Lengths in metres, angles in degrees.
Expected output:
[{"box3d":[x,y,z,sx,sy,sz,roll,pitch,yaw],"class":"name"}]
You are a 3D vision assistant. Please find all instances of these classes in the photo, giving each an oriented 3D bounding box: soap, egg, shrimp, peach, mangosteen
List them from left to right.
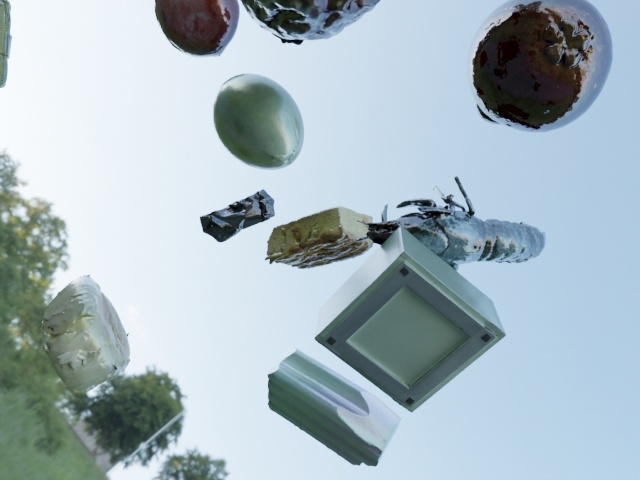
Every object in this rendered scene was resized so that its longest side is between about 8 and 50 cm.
[{"box3d":[-0.214,-0.405,0.952,0.152,0.152,0.152,19,-55,29],"class":"peach"},{"box3d":[-0.083,-0.158,0.706,0.152,0.114,0.114,53,-42,28],"class":"egg"},{"box3d":[0.026,0.442,1.377,0.347,0.115,0.208,27,-41,21],"class":"soap"},{"box3d":[0.253,-0.011,0.998,0.410,0.166,0.221,6,-80,-7],"class":"shrimp"},{"box3d":[0.332,-0.277,0.850,0.215,0.215,0.257,58,-4,-4],"class":"mangosteen"}]

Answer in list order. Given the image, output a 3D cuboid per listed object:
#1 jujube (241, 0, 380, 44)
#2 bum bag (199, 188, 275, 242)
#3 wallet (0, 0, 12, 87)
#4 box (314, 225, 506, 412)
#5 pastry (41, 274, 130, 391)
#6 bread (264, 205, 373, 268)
[{"box3d":[0.000,-0.358,0.563,0.226,0.226,0.317,50,-22,4],"class":"jujube"},{"box3d":[-0.200,-0.064,1.306,0.087,0.198,0.049,59,-18,12],"class":"bum bag"},{"box3d":[-0.598,-0.349,0.910,0.039,0.110,0.155,-155,-108,-74],"class":"wallet"},{"box3d":[0.147,0.141,0.906,0.225,0.117,0.225,38,-68,-11],"class":"box"},{"box3d":[-0.340,0.137,0.765,0.166,0.088,0.166,158,-90,-79],"class":"pastry"},{"box3d":[0.000,0.000,1.459,0.275,0.185,0.114,-19,-111,34],"class":"bread"}]
